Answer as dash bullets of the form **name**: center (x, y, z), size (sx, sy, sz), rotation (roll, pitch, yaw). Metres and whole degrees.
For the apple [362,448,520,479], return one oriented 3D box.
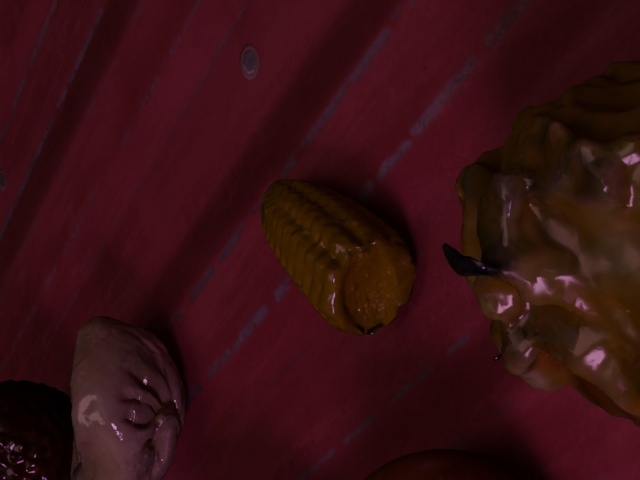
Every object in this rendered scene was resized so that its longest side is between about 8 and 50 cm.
- **apple**: center (0.098, 0.270, 0.819), size (0.201, 0.162, 0.201), rotation (8, 101, 51)

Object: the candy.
- **candy**: center (0.000, 0.000, 0.956), size (0.199, 0.094, 0.106), rotation (42, 133, 47)

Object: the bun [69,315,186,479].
- **bun**: center (-0.240, 0.210, 1.265), size (0.229, 0.145, 0.229), rotation (-177, 90, -85)

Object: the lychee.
- **lychee**: center (-0.423, 0.320, 1.421), size (0.261, 0.261, 0.260), rotation (12, 106, 50)

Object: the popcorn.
- **popcorn**: center (0.193, 0.009, 0.606), size (0.249, 0.225, 0.249), rotation (13, 108, 45)
